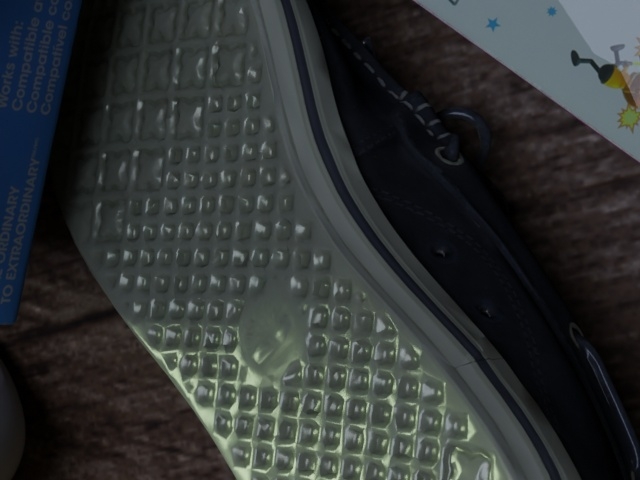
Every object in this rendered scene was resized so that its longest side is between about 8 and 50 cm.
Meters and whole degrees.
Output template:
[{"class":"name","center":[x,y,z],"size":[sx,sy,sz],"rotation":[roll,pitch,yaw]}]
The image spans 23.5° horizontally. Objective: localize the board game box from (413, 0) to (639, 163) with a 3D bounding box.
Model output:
[{"class":"board game box","center":[0.096,-0.136,0.688],"size":[0.303,0.224,0.097],"rotation":[38,106,22]}]

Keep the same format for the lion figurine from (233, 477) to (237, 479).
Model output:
[{"class":"lion figurine","center":[-0.087,0.260,0.778],"size":[0.142,0.240,0.392],"rotation":[8,94,27]}]

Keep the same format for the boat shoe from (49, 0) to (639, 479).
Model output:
[{"class":"boat shoe","center":[0.000,0.000,0.784],"size":[0.187,0.156,0.500],"rotation":[-49,55,25]}]

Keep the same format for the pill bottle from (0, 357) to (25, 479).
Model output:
[{"class":"pill bottle","center":[-0.375,0.209,0.929],"size":[0.229,0.229,0.407],"rotation":[44,109,19]}]

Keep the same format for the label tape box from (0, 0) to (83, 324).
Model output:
[{"class":"label tape box","center":[-0.190,-0.087,0.792],"size":[0.334,0.106,0.240],"rotation":[-147,69,-68]}]
